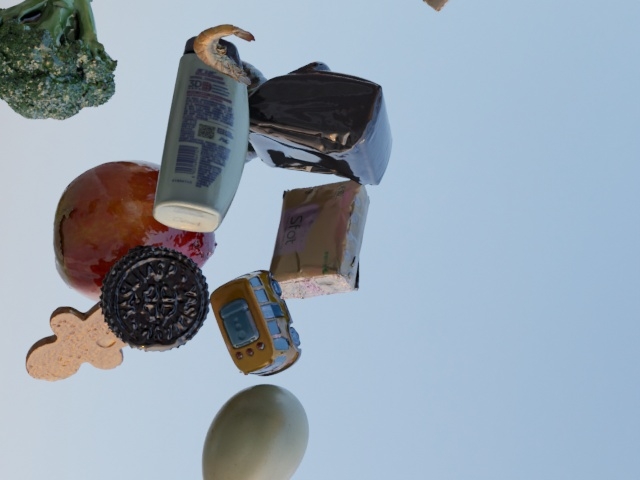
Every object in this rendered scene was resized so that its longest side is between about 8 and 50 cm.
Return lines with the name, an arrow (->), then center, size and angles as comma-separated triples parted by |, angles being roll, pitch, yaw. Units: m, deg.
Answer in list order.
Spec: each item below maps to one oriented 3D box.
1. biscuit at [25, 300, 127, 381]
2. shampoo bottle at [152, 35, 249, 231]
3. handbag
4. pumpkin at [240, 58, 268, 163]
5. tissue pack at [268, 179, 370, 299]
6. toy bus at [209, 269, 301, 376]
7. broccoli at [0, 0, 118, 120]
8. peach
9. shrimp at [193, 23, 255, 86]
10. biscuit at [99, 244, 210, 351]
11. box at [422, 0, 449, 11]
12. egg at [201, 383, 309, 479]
biscuit -> -0.467, 0.187, 1.954 | 0.324, 0.205, 0.049 | -35, -138, 8
shampoo bottle -> -0.184, -0.181, 1.559 | 0.078, 0.134, 0.359 | 116, -18, -54
handbag -> -0.005, -0.230, 1.814 | 0.302, 0.275, 0.178 | 53, 54, -75
pumpkin -> -0.209, -0.297, 2.192 | 0.250, 0.250, 0.216 | -59, 172, 25
tissue pack -> 0.000, 0.000, 2.107 | 0.215, 0.123, 0.256 | -8, -127, 28
toy bus -> -0.133, 0.165, 1.861 | 0.126, 0.136, 0.209 | -25, -100, 17
broccoli -> -0.462, -0.335, 1.588 | 0.270, 0.270, 0.270 | 26, -81, 63
peach -> -0.421, -0.014, 2.157 | 0.370, 0.370, 0.370 | -38, -137, 48
shrimp -> -0.115, -0.252, 1.288 | 0.083, 0.114, 0.023 | -24, -132, 28
biscuit -> -0.289, 0.103, 1.659 | 0.053, 0.195, 0.194 | 175, -70, -77
box -> 0.273, -0.575, 1.890 | 0.180, 0.047, 0.325 | -47, -165, 24
egg -> -0.128, 0.395, 1.817 | 0.188, 0.188, 0.253 | -11, -134, 60
